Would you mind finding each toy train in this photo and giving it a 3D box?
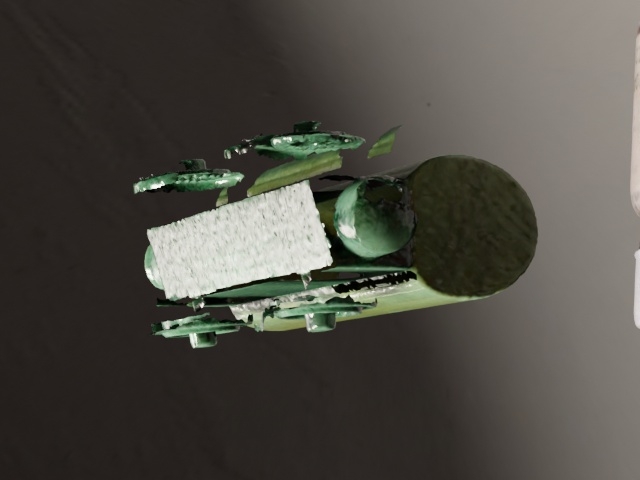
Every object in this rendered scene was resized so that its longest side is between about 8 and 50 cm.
[{"bbox_3d":[0.001,-0.008,1.213,0.189,0.307,0.126,-11,88,-29],"label":"toy train"}]

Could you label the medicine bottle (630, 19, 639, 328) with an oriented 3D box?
[{"bbox_3d":[0.341,-0.059,1.598,0.165,0.165,0.273,2,81,3],"label":"medicine bottle"}]
